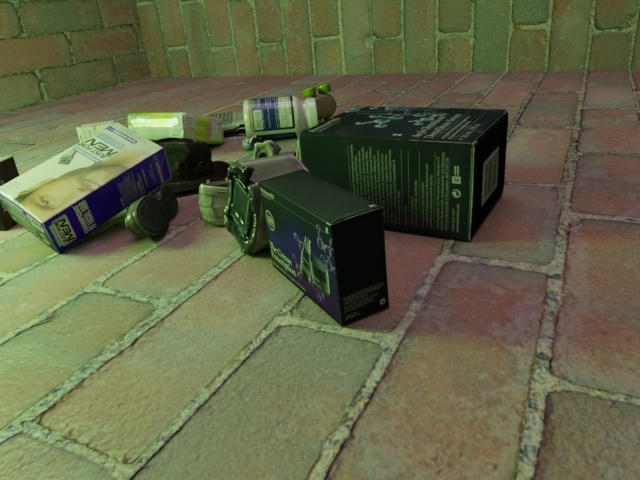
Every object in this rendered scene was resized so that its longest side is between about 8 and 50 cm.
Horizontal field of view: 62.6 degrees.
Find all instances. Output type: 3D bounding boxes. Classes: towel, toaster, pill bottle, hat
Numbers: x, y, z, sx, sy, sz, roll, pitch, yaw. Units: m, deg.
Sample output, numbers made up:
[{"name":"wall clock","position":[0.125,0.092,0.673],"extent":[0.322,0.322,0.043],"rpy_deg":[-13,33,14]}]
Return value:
[{"name":"towel","position":[-0.432,-0.489,2.189],"extent":[0.313,0.056,0.324],"rpy_deg":[-6,26,-3]},{"name":"toaster","position":[-0.107,-0.085,1.076],"extent":[0.147,0.226,0.129],"rpy_deg":[-19,53,-30]},{"name":"pill bottle","position":[-0.145,-0.454,1.947],"extent":[0.265,0.153,0.153],"rpy_deg":[-5,25,-3]},{"name":"hat","position":[-0.424,-0.238,1.562],"extent":[0.332,0.133,0.331],"rpy_deg":[-4,26,2]}]

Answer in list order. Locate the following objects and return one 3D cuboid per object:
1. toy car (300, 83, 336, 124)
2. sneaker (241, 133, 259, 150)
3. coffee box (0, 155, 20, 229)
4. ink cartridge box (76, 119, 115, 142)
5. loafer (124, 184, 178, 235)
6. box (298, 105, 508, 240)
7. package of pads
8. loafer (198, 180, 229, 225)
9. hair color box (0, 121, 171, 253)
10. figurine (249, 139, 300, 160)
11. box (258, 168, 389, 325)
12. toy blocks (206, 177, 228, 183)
[{"name":"toy car","position":[-0.043,-0.530,2.114],"extent":[0.149,0.154,0.188],"rpy_deg":[-24,19,-35]},{"name":"sneaker","position":[-0.249,-0.335,1.845],"extent":[0.058,0.052,0.135],"rpy_deg":[-14,17,5]},{"name":"coffee box","position":[-0.937,-0.120,1.363],"extent":[0.298,0.168,0.119],"rpy_deg":[-1,25,9]},{"name":"ink cartridge box","position":[-0.867,-0.406,2.050],"extent":[0.143,0.092,0.090],"rpy_deg":[-13,27,-14]},{"name":"loafer","position":[-0.412,-0.060,1.252],"extent":[0.084,0.096,0.267],"rpy_deg":[-22,16,8]},{"name":"box","position":[0.196,-0.175,1.217],"extent":[0.396,0.211,0.293],"rpy_deg":[9,29,28]},{"name":"package of pads","position":[-0.499,-0.394,1.871],"extent":[0.229,0.101,0.296],"rpy_deg":[3,9,17]},{"name":"loafer","position":[-0.150,-0.132,1.304],"extent":[0.320,0.111,0.112],"rpy_deg":[-23,31,-33]},{"name":"hair color box","position":[-0.554,-0.138,1.263],"extent":[0.185,0.110,0.339],"rpy_deg":[29,54,24]},{"name":"figurine","position":[-0.109,-0.285,1.676],"extent":[0.215,0.092,0.209],"rpy_deg":[-4,17,4]},{"name":"box","position":[0.000,0.000,0.911],"extent":[0.103,0.184,0.261],"rpy_deg":[-17,27,-25]},{"name":"toy blocks","position":[-0.225,-0.133,1.389],"extent":[0.148,0.054,0.123],"rpy_deg":[-7,24,-5]}]
